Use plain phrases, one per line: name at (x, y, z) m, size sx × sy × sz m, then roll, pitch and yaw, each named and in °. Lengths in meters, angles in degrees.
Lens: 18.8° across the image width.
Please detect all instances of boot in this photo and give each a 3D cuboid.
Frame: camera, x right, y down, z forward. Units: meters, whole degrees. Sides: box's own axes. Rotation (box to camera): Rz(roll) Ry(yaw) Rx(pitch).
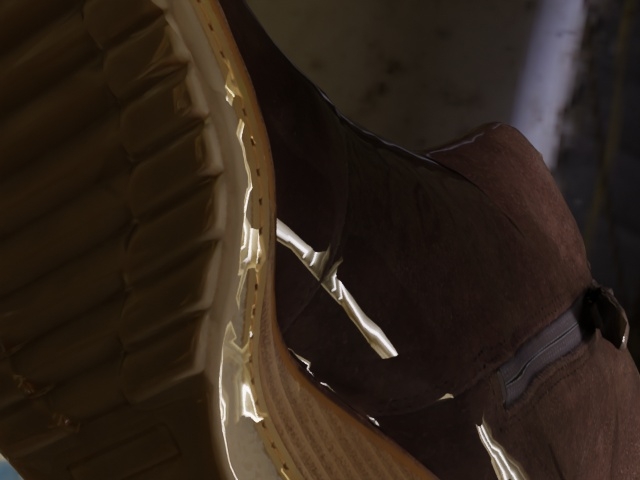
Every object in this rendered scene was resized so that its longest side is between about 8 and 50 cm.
boot at (0.000, 0.000, 0.459) m, size 0.090 × 0.207 × 0.248 m, roll -17°, pitch -79°, yaw 27°
